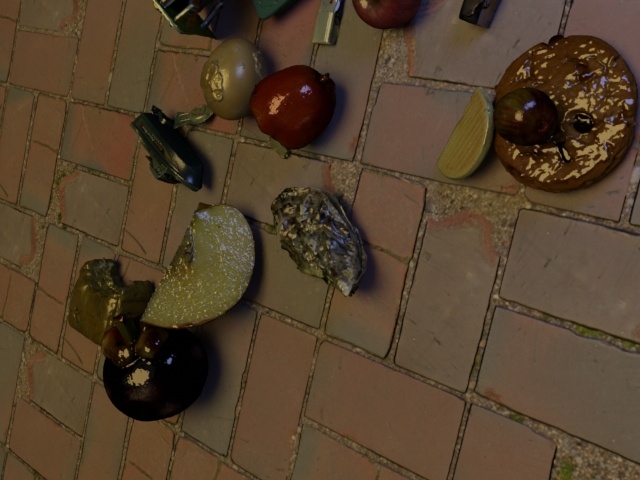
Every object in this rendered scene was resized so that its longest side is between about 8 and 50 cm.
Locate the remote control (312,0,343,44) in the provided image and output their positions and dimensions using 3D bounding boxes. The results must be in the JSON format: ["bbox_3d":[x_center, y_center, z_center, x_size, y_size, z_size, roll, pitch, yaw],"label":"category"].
[{"bbox_3d":[0.021,-0.538,1.786,0.065,0.029,0.166,16,97,40],"label":"remote control"}]

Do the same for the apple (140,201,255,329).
[{"bbox_3d":[-0.301,0.075,1.898,0.254,0.179,0.346,11,71,45],"label":"apple"}]

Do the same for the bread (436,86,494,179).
[{"bbox_3d":[0.297,-0.189,1.498,0.112,0.036,0.193,-111,36,-46],"label":"bread"}]

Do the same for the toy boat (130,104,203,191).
[{"bbox_3d":[-0.400,-0.226,2.056,0.122,0.114,0.296,-50,58,18],"label":"toy boat"}]

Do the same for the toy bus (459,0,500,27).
[{"bbox_3d":[0.332,-0.506,1.504,0.057,0.072,0.172,35,111,36],"label":"toy bus"}]

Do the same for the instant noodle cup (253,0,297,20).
[{"bbox_3d":[-0.091,-0.631,1.858,0.179,0.070,0.157,-28,71,34],"label":"instant noodle cup"}]

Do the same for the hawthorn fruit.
[{"bbox_3d":[-0.051,-0.311,1.739,0.202,0.185,0.185,-34,67,28],"label":"hawthorn fruit"}]

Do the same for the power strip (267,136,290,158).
[{"bbox_3d":[-0.101,-0.227,1.874,0.083,0.017,0.027,49,117,30],"label":"power strip"}]

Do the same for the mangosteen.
[{"bbox_3d":[-0.431,0.301,1.936,0.275,0.275,0.302,-1,127,39],"label":"mangosteen"}]

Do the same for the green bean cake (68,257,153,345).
[{"bbox_3d":[-0.603,0.182,2.192,0.236,0.124,0.233,23,101,38],"label":"green bean cake"}]

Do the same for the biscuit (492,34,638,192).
[{"bbox_3d":[0.435,-0.232,1.402,0.295,0.075,0.296,-3,85,39],"label":"biscuit"}]

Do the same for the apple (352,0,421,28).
[{"bbox_3d":[0.143,-0.522,1.619,0.153,0.120,0.153,28,135,32],"label":"apple"}]

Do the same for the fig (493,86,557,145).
[{"bbox_3d":[0.349,-0.224,1.365,0.103,0.109,0.154,-38,34,-6],"label":"fig"}]

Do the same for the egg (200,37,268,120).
[{"bbox_3d":[-0.212,-0.395,1.883,0.164,0.164,0.202,13,91,39],"label":"egg"}]

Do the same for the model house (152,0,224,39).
[{"bbox_3d":[-0.259,-0.671,1.868,0.312,0.358,0.243,-35,93,12],"label":"model house"}]

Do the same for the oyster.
[{"bbox_3d":[0.002,0.005,1.706,0.162,0.158,0.351,90,155,-43],"label":"oyster"}]

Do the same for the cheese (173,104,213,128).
[{"bbox_3d":[-0.333,-0.331,2.046,0.120,0.026,0.067,-11,52,20],"label":"cheese"}]
